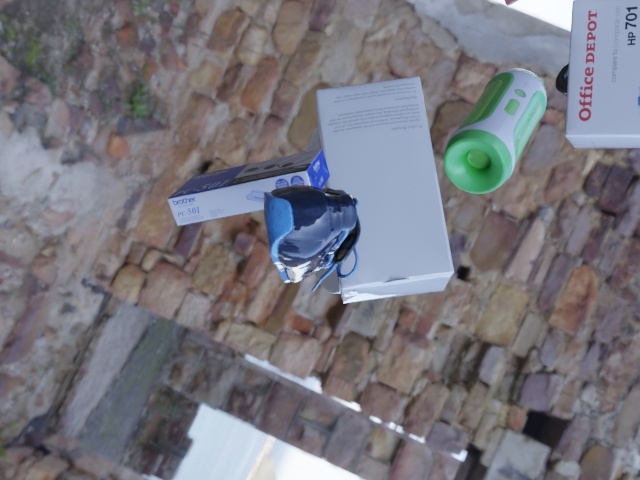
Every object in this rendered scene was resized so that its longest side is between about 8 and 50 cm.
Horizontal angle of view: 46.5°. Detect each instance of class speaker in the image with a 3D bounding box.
[{"bbox_3d":[0.323,-0.206,1.359,0.296,0.131,0.131,-52,166,-45],"label":"speaker"}]

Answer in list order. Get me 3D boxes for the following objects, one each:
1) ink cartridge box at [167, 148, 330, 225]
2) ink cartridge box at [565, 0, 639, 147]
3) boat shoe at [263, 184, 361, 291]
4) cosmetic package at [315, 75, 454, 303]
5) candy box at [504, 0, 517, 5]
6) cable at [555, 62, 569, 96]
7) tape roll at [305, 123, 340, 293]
[{"bbox_3d":[-0.098,-0.074,1.039,0.097,0.207,0.046,-62,138,-63],"label":"ink cartridge box"},{"bbox_3d":[0.341,-0.162,0.716,0.082,0.191,0.139,2,91,-65],"label":"ink cartridge box"},{"bbox_3d":[0.000,0.000,0.736,0.258,0.089,0.109,-79,161,-88],"label":"boat shoe"},{"bbox_3d":[0.106,-0.087,1.324,0.155,0.197,0.365,79,5,-76],"label":"cosmetic package"},{"bbox_3d":[0.215,-0.372,0.746,0.088,0.183,0.316,-23,-163,36],"label":"candy box"},{"bbox_3d":[0.446,-0.244,0.996,0.287,0.072,0.139,-36,-139,52],"label":"cable"},{"bbox_3d":[0.046,-0.077,1.655,0.392,0.072,0.391,176,-90,-72],"label":"tape roll"}]
